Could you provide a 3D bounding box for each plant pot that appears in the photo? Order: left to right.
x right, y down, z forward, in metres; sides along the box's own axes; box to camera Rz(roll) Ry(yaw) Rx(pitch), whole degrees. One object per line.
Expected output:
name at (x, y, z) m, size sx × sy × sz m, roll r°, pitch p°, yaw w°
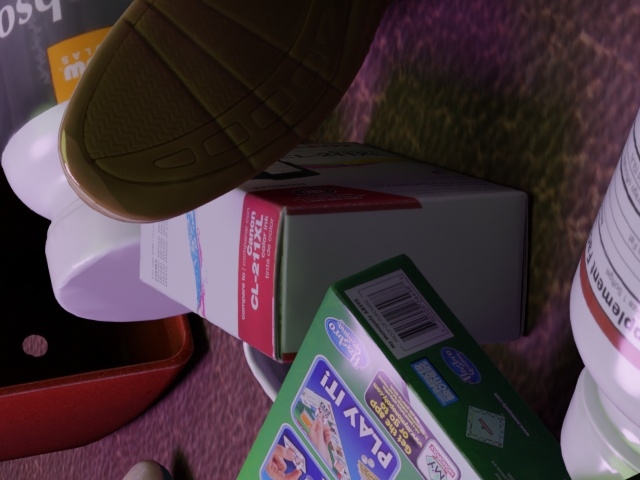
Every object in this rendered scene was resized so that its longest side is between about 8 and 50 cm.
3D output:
plant pot at (-0.257, 0.039, 1.291) m, size 0.236 × 0.267 × 0.267 m, roll 107°, pitch 150°, yaw -60°

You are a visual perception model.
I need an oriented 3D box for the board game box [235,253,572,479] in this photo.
board game box at (0.077, 0.191, 0.729) m, size 0.317 × 0.046 × 0.213 m, roll 52°, pitch 140°, yaw 24°

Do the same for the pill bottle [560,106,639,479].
pill bottle at (0.150, -0.003, 0.564) m, size 0.121 × 0.121 × 0.216 m, roll -122°, pitch 37°, yaw -45°

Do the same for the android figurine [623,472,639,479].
android figurine at (0.133, 0.202, 0.563) m, size 0.248 × 0.056 × 0.273 m, roll -29°, pitch 87°, yaw 53°

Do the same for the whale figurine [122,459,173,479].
whale figurine at (-0.143, 0.289, 1.241) m, size 0.272 × 0.141 × 0.216 m, roll -60°, pitch 35°, yaw 11°

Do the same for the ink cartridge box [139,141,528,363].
ink cartridge box at (0.000, 0.000, 0.869) m, size 0.175 × 0.127 × 0.072 m, roll 23°, pitch 115°, yaw 62°

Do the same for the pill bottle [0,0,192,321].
pill bottle at (-0.115, -0.104, 1.057) m, size 0.162 × 0.162 × 0.278 m, roll -49°, pitch 50°, yaw 56°

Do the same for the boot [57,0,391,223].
boot at (-0.049, -0.095, 0.869) m, size 0.262 × 0.095 × 0.203 m, roll -54°, pitch 12°, yaw -23°

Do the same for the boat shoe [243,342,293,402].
boat shoe at (0.038, 0.106, 0.853) m, size 0.258 × 0.084 × 0.095 m, roll -138°, pitch 51°, yaw -56°
